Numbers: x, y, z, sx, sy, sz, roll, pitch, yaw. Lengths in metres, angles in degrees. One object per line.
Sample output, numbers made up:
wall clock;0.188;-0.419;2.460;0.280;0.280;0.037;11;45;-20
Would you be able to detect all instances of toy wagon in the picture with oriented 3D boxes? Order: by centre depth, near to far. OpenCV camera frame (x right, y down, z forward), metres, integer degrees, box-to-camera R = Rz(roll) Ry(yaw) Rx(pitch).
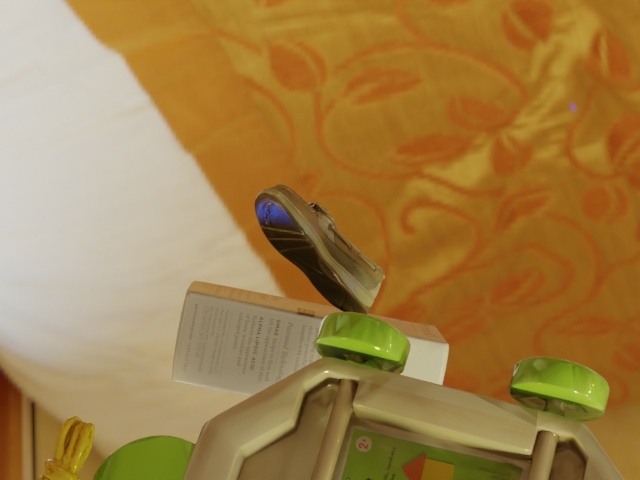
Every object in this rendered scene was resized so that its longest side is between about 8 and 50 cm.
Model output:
toy wagon;0.009;0.174;0.852;0.344;0.267;0.068;13;156;13

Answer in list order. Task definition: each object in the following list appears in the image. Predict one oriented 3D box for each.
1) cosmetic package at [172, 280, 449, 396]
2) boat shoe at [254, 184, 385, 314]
cosmetic package;-0.010;0.098;1.347;0.231;0.085;0.117;10;-176;-3
boat shoe;0.002;0.000;1.266;0.056;0.048;0.153;2;142;48
